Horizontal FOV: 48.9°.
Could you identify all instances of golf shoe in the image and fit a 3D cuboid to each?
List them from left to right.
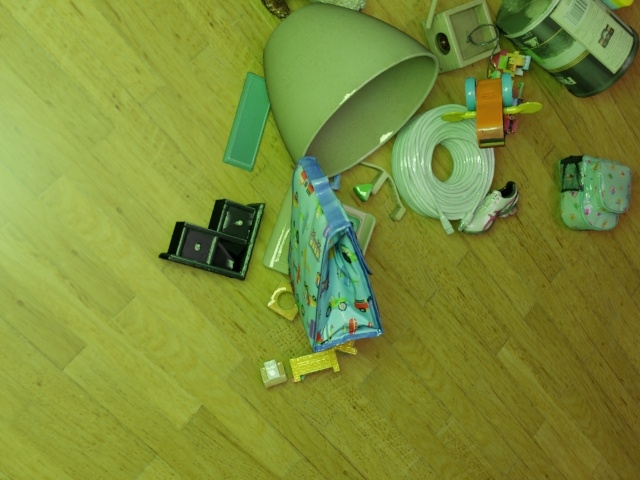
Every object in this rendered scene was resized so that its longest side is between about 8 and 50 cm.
[{"bbox_3d":[0.392,-0.078,1.653,0.186,0.067,0.086,-30,131,-29],"label":"golf shoe"}]

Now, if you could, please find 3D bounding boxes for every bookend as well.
[{"bbox_3d":[-0.206,-0.019,1.346,0.156,0.072,0.157,19,83,-27],"label":"bookend"}]

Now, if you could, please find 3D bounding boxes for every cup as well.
[{"bbox_3d":[0.024,-0.311,1.348,0.331,0.331,0.237,-33,74,-23],"label":"cup"}]

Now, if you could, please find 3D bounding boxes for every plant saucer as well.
[{"bbox_3d":[-0.139,-0.237,1.404,0.067,0.018,0.192,18,85,-27],"label":"plant saucer"}]

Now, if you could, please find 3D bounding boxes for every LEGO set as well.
[{"bbox_3d":[0.007,0.223,1.475,0.132,0.107,0.287,39,77,12],"label":"LEGO set"}]

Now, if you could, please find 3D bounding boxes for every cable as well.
[{"bbox_3d":[0.281,-0.175,1.590,0.257,0.089,0.257,48,70,-20],"label":"cable"}]

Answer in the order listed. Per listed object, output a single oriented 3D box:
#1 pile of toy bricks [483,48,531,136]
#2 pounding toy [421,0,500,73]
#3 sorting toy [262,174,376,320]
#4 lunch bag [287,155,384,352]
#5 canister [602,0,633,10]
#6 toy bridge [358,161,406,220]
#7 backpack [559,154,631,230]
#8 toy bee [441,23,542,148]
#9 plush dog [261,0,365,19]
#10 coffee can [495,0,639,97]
[{"bbox_3d":[0.419,-0.349,1.657,0.105,0.118,0.212,11,97,4],"label":"pile of toy bricks"},{"bbox_3d":[0.279,-0.486,1.571,0.181,0.094,0.206,-27,104,-25],"label":"pounding toy"},{"bbox_3d":[0.000,0.000,1.434,0.196,0.047,0.347,20,82,-7],"label":"sorting toy"},{"bbox_3d":[0.007,0.008,1.234,0.138,0.221,0.293,-14,130,-7],"label":"lunch bag"},{"bbox_3d":[0.666,-0.606,1.729,0.126,0.170,0.073,29,79,-26],"label":"canister"},{"bbox_3d":[0.124,-0.127,1.542,0.188,0.026,0.063,44,70,-22],"label":"toy bridge"},{"bbox_3d":[0.694,-0.115,1.781,0.166,0.144,0.188,6,92,-33],"label":"backpack"},{"bbox_3d":[0.375,-0.293,1.500,0.298,0.195,0.162,-61,149,-23],"label":"toy bee"},{"bbox_3d":[-0.020,-0.546,1.363,0.225,0.262,0.210,-28,71,-34],"label":"plush dog"},{"bbox_3d":[0.586,-0.499,1.673,0.275,0.201,0.201,29,78,-25],"label":"coffee can"}]
